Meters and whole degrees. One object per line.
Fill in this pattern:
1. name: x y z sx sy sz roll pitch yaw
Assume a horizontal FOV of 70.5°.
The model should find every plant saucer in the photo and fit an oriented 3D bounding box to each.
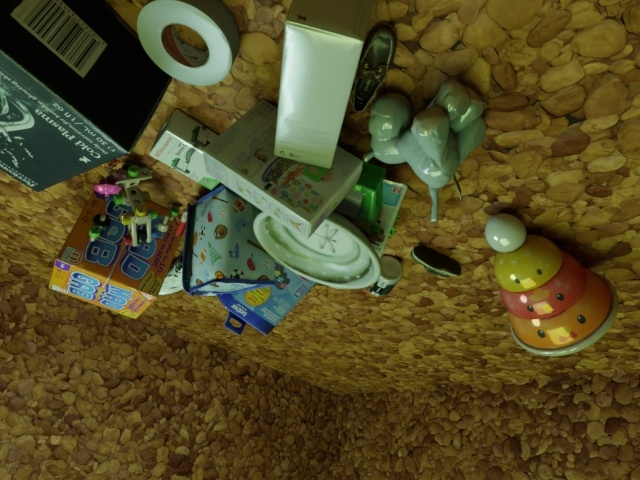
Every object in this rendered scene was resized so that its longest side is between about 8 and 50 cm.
1. plant saucer: 0.000 0.000 1.341 0.400 0.101 0.401 18 151 11

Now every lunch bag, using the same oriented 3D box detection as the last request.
1. lunch bag: -0.347 0.019 1.565 0.238 0.328 0.385 9 165 -37

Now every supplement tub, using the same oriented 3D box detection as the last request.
1. supplement tub: 0.246 0.150 1.801 0.116 0.117 0.190 15 149 -3

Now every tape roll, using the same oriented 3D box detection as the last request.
1. tape roll: -0.299 -0.466 1.038 0.219 0.072 0.219 10 149 6

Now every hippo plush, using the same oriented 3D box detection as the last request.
1. hippo plush: 0.244 -0.257 1.102 0.236 0.234 0.294 28 147 39

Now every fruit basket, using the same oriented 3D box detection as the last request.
1. fruit basket: 0.060 -0.087 1.369 0.326 0.166 0.353 21 136 7

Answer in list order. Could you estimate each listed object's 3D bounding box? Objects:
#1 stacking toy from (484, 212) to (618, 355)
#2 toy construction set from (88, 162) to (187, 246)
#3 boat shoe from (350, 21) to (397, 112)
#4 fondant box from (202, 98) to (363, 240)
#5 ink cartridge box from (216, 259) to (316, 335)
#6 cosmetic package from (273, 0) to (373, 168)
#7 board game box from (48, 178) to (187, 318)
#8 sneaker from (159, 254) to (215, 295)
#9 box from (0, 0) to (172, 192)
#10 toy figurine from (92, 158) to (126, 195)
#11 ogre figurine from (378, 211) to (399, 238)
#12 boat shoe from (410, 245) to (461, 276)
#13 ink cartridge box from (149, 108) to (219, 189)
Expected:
1. stacking toy: 0.670 0.103 1.451 0.480 0.351 0.350 45 139 -18
2. toy construction set: -0.615 -0.132 1.592 0.308 0.258 0.237 13 139 -27
3. boat shoe: 0.118 -0.379 1.019 0.073 0.073 0.207 16 146 -1
4. fondant box: -0.094 -0.187 1.150 0.330 0.238 0.096 34 151 13
5. ink cartridge box: -0.224 0.186 1.776 0.270 0.395 0.151 45 179 -42
6. cosmetic package: -0.004 -0.355 0.990 0.155 0.197 0.366 14 151 -3
7. board game box: -0.799 0.049 1.797 0.356 0.357 0.356 26 147 -22
8. sneaker: -0.673 0.126 2.100 0.446 0.169 0.258 3 143 0
9. box: -0.723 -0.407 1.089 0.471 0.298 0.480 -9 143 35
10. toy figurine: -0.690 -0.226 1.445 0.159 0.173 0.130 55 158 -16
11. ogre figurine: 0.192 -0.067 1.494 0.118 0.097 0.197 -6 166 -2
12. boat shoe: 0.417 0.090 1.672 0.223 0.080 0.073 20 144 -21
13. ink cartridge box: -0.382 -0.270 1.372 0.219 0.093 0.160 29 145 -26
